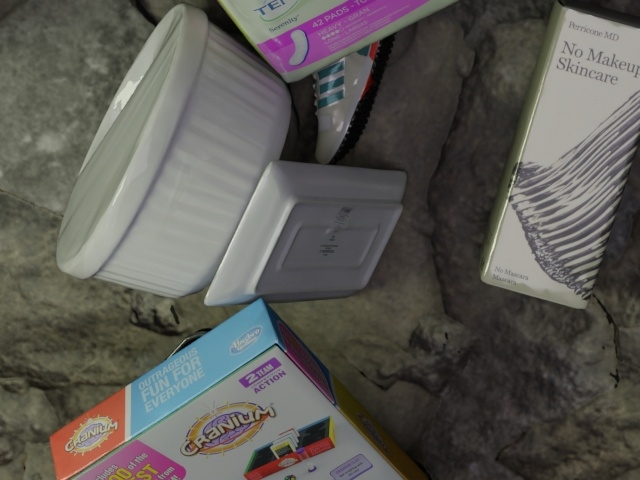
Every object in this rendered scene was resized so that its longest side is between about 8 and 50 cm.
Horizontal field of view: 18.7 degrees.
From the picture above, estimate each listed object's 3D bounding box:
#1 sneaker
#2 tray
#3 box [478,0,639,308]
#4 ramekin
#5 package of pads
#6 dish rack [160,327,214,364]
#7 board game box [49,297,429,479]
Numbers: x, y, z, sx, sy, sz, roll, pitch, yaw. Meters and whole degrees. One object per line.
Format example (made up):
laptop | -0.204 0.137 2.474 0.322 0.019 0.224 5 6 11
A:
sneaker | 0.014 -0.154 1.867 0.075 0.057 0.161 24 105 14
tray | 0.000 0.000 1.797 0.030 0.270 0.145 31 104 25
box | 0.238 -0.084 1.845 0.113 0.094 0.275 14 104 0
ramekin | -0.130 -0.072 1.787 0.127 0.273 0.273 24 103 -16
package of pads | -0.009 -0.287 1.667 0.229 0.101 0.296 -25 138 13
dish rack | -0.080 0.231 1.946 0.271 0.074 0.208 40 103 -8
board game box | -0.063 0.223 1.821 0.242 0.064 0.316 -33 130 8
